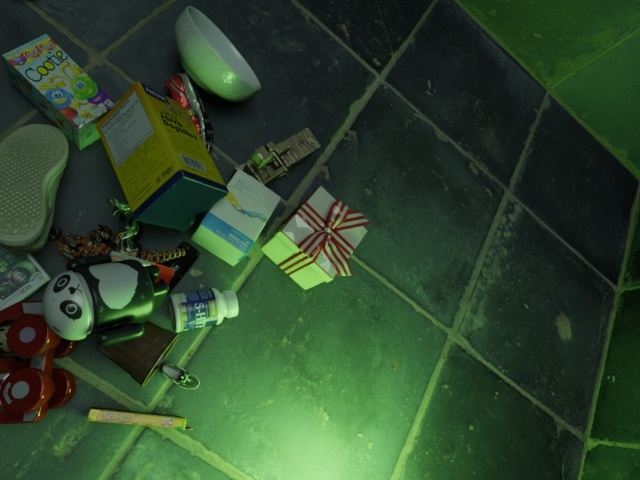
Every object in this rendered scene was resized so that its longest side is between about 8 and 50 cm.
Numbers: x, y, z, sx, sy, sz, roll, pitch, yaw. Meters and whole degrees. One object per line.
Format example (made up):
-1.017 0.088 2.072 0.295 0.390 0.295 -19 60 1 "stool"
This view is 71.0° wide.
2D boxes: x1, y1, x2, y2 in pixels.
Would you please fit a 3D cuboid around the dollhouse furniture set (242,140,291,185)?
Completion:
-0.135 -0.261 1.455 0.182 0.161 0.101 -38 93 -28 "dollhouse furniture set"

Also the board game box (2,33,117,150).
-0.758 -0.433 1.325 0.275 0.144 0.142 45 60 -8 "board game box"

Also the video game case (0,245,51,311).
-0.839 0.082 1.168 0.173 0.022 0.190 -39 93 -12 "video game case"

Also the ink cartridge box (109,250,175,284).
-0.525 0.122 1.266 0.179 0.045 0.146 22 111 -23 "ink cartridge box"

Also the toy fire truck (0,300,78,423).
-0.761 0.301 1.100 0.253 0.169 0.303 -2 75 -6 "toy fire truck"

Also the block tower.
-0.156 -0.280 1.597 0.335 0.097 0.091 -36 92 -28 "block tower"

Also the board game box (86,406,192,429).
-0.475 0.473 1.190 0.259 0.124 0.039 18 67 -20 "board game box"

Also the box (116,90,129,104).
-0.603 -0.451 1.472 0.081 0.028 0.136 36 60 -12 "box"

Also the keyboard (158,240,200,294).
-0.465 0.082 1.375 0.100 0.038 0.192 47 62 -25 "keyboard"

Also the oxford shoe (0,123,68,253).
-0.789 -0.147 1.216 0.169 0.130 0.450 2 52 -22 "oxford shoe"

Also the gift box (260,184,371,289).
0.000 0.000 1.489 0.276 0.258 0.255 38 63 -9 "gift box"

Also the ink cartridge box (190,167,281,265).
-0.269 -0.071 1.431 0.168 0.171 0.233 34 63 -13 "ink cartridge box"

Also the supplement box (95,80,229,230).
-0.455 -0.236 1.292 0.357 0.194 0.195 60 18 20 "supplement box"

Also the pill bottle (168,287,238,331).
-0.348 0.202 1.342 0.186 0.112 0.112 -8 78 -27 "pill bottle"

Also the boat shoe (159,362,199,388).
-0.406 0.392 1.298 0.125 0.038 0.046 36 63 -12 "boat shoe"

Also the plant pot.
-0.503 0.284 1.225 0.165 0.167 0.167 33 63 -4 "plant pot"

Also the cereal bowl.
-0.363 -0.598 1.510 0.339 0.141 0.339 46 17 -19 "cereal bowl"

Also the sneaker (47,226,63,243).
-0.790 -0.008 1.223 0.157 0.065 0.061 -25 86 -30 "sneaker"

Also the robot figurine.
-0.525 0.139 1.108 0.278 0.209 0.174 -11 109 -45 "robot figurine"

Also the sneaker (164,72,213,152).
-0.444 -0.415 1.509 0.118 0.107 0.279 -18 92 3 "sneaker"

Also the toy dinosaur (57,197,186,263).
-0.568 0.004 1.301 0.321 0.164 0.219 13 82 -36 "toy dinosaur"
